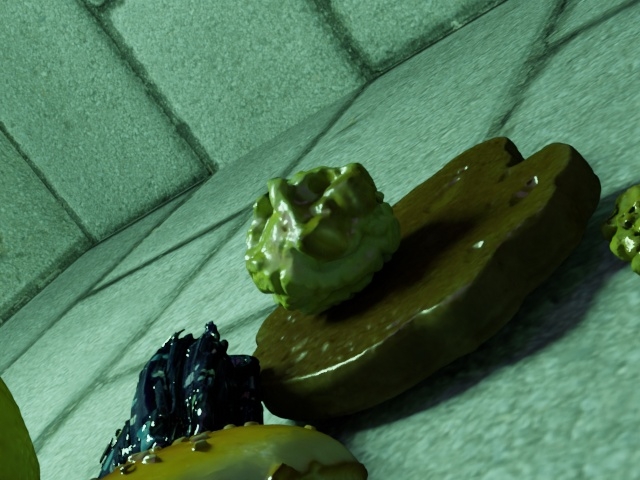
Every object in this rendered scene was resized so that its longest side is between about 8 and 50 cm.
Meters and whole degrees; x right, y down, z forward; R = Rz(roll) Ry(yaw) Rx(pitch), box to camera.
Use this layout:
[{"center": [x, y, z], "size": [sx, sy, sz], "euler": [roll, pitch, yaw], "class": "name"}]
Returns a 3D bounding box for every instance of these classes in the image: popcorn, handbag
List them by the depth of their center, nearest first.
[{"center": [-0.112, 0.168, 0.662], "size": [0.162, 0.113, 0.260], "euler": [-54, 12, 10], "class": "handbag"}, {"center": [0.000, 0.000, 0.766], "size": [0.145, 0.126, 0.125], "euler": [-19, 43, 12], "class": "popcorn"}]

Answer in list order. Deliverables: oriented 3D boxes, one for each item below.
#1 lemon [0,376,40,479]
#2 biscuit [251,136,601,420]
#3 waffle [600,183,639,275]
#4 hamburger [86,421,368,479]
[{"center": [-0.410, 0.233, 0.711], "size": [0.350, 0.387, 0.349], "euler": [-21, -29, -12], "class": "lemon"}, {"center": [0.095, 0.024, 0.798], "size": [0.381, 0.074, 0.359], "euler": [-44, 16, -35], "class": "biscuit"}, {"center": [0.322, -0.055, 0.575], "size": [0.245, 0.052, 0.254], "euler": [-40, 14, -11], "class": "waffle"}, {"center": [-0.065, 0.181, 0.416], "size": [0.237, 0.147, 0.237], "euler": [-36, -19, -14], "class": "hamburger"}]
